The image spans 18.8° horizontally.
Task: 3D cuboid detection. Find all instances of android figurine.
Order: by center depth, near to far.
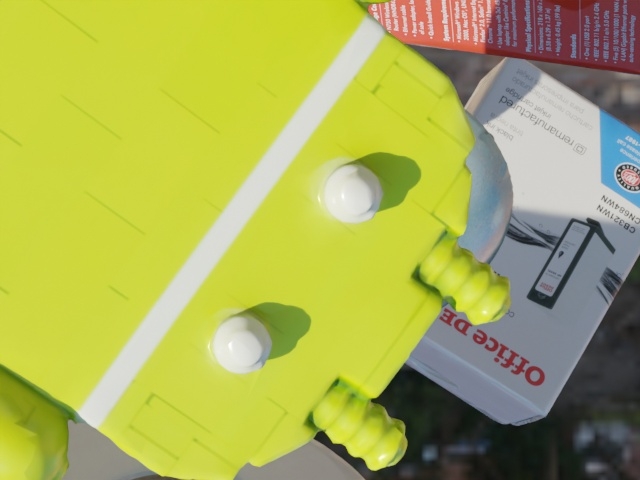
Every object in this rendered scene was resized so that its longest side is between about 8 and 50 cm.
[{"bbox_3d":[-0.061,-0.029,0.644,0.273,0.248,0.056,38,178,-13],"label":"android figurine"}]

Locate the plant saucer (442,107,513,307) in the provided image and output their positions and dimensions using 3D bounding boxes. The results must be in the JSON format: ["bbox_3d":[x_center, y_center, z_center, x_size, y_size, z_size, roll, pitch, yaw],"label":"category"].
[{"bbox_3d":[0.000,0.000,0.950,0.195,0.037,0.195,-2,137,-2],"label":"plant saucer"}]

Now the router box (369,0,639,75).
[{"bbox_3d":[0.173,-0.261,1.184,0.301,0.335,0.082,10,148,14],"label":"router box"}]

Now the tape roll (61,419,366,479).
[{"bbox_3d":[-0.082,0.225,1.030,0.246,0.246,0.169,2,130,-20],"label":"tape roll"}]

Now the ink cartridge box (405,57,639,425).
[{"bbox_3d":[0.129,0.002,1.305,0.148,0.203,0.086,32,166,-4],"label":"ink cartridge box"}]
